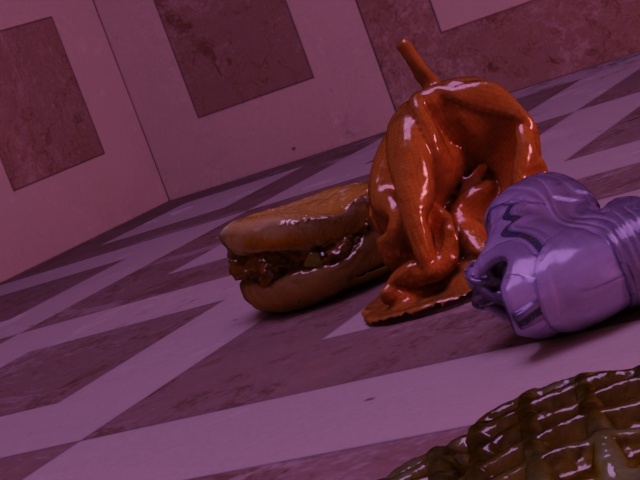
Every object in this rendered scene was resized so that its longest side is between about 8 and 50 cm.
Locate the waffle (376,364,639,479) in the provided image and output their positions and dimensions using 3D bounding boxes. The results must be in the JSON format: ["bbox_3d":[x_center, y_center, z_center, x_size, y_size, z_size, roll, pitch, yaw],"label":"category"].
[{"bbox_3d":[0.112,0.111,0.771,0.208,0.054,0.214,-30,6,-36],"label":"waffle"}]

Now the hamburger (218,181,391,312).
[{"bbox_3d":[-0.001,0.000,1.671,0.213,0.108,0.214,-20,9,3],"label":"hamburger"}]

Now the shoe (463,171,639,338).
[{"bbox_3d":[0.163,0.016,1.181,0.137,0.095,0.245,-20,13,-14],"label":"shoe"}]

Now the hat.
[{"bbox_3d":[0.105,-0.075,1.452,0.244,0.233,0.233,-21,6,-17],"label":"hat"}]
